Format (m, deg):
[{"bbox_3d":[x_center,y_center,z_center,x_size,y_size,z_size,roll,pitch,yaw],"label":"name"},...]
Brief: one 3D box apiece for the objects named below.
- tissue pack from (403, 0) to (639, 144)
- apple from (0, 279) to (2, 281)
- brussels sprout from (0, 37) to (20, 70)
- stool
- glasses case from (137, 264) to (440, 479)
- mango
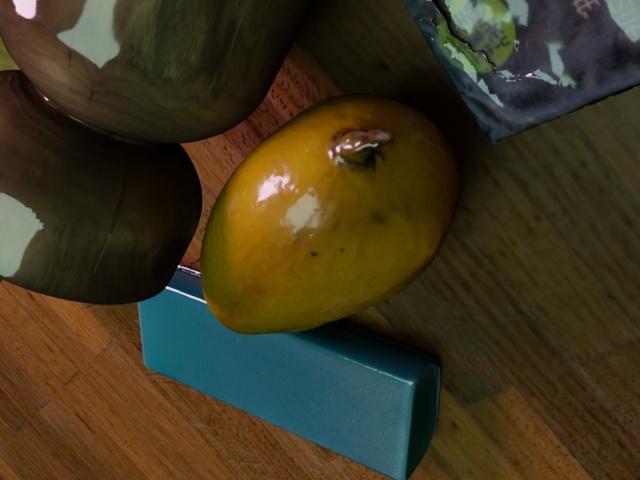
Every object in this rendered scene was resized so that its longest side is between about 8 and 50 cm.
[{"bbox_3d":[0.150,-0.164,0.393,0.235,0.073,0.173,-18,109,43],"label":"tissue pack"},{"bbox_3d":[-0.370,-0.048,0.780,0.209,0.209,0.164,47,140,0],"label":"apple"},{"bbox_3d":[-0.223,-0.207,0.590,0.181,0.144,0.161,31,125,4],"label":"brussels sprout"},{"bbox_3d":[-0.119,-0.116,0.487,0.179,0.179,0.264,35,109,12],"label":"stool"},{"bbox_3d":[-0.037,0.108,0.735,0.301,0.070,0.117,19,123,28],"label":"glasses case"},{"bbox_3d":[0.000,0.000,0.555,0.119,0.176,0.317,62,154,13],"label":"mango"}]
